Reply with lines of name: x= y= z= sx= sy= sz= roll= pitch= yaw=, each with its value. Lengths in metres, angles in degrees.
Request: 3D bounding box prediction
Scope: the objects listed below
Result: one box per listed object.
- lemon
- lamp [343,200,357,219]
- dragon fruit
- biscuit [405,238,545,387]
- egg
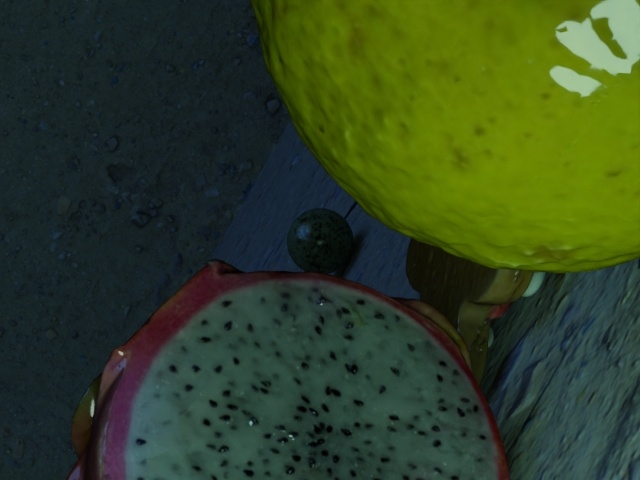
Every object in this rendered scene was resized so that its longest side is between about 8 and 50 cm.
lemon: x=0.139 y=-0.154 z=0.762 sx=0.349 sy=0.350 sz=0.387 roll=-62 pitch=21 yaw=-10
lamp: x=0.033 y=-0.031 z=1.849 sx=0.121 sy=0.041 sz=0.054 roll=-57 pitch=2 yaw=5
dragon fruit: x=-0.036 y=0.166 z=0.909 sx=0.189 sy=0.291 sz=0.290 roll=-59 pitch=7 yaw=51
biscuit: x=0.126 y=-0.006 z=1.083 sx=0.216 sy=0.047 sz=0.339 roll=169 pitch=113 yaw=-75
egg: x=0.000 y=0.000 z=1.759 sx=0.085 sy=0.085 sz=0.110 roll=-58 pitch=3 yaw=12
